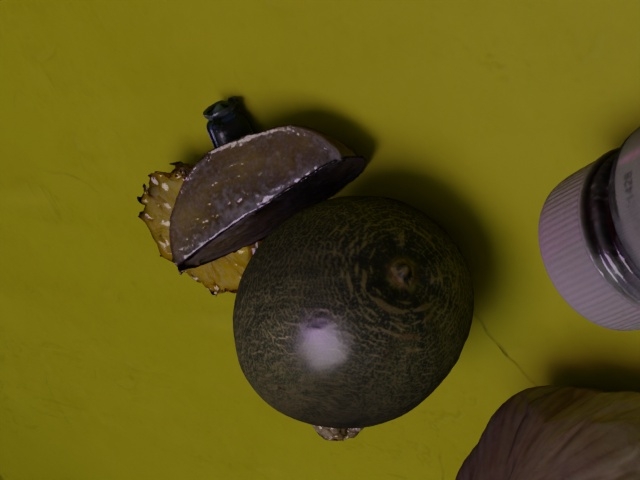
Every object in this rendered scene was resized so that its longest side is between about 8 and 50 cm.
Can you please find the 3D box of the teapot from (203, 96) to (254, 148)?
[{"bbox_3d":[-0.108,-0.119,1.430,0.049,0.063,0.083,9,131,52],"label":"teapot"}]

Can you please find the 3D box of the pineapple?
[{"bbox_3d":[-0.133,-0.021,1.551,0.225,0.076,0.225,26,142,23],"label":"pineapple"}]

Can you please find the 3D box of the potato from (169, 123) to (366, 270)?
[{"bbox_3d":[-0.063,-0.071,1.389,0.261,0.120,0.100,-32,79,26],"label":"potato"}]

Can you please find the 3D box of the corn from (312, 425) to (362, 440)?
[{"bbox_3d":[-0.009,0.170,1.610,0.087,0.087,0.211,-16,111,54],"label":"corn"}]

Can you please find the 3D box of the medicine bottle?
[{"bbox_3d":[0.311,-0.032,0.964,0.165,0.165,0.273,49,146,-4],"label":"medicine bottle"}]

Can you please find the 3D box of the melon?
[{"bbox_3d":[0.028,0.085,1.336,0.248,0.248,0.329,45,149,3],"label":"melon"}]

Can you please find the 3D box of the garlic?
[{"bbox_3d":[0.268,0.301,1.247,0.259,0.317,0.317,13,164,-33],"label":"garlic"}]
